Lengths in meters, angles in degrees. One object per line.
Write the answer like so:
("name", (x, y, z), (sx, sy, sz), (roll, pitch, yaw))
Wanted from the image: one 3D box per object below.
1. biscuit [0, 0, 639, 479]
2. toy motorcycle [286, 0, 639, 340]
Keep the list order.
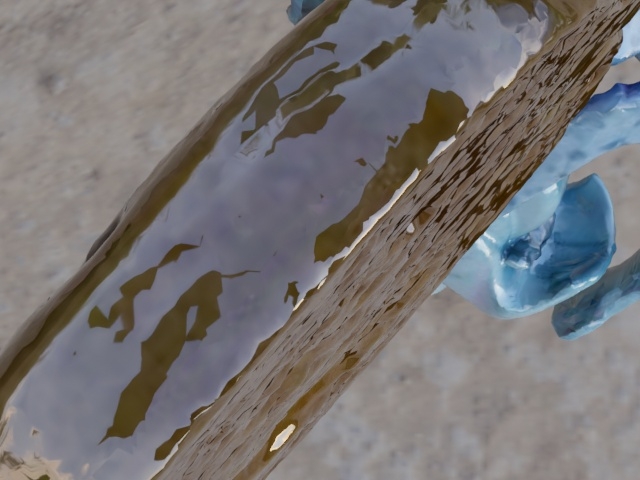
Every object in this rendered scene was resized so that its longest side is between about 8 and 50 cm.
("biscuit", (-0.001, -0.001, 0.599), (0.063, 0.367, 0.314), (40, 95, 7))
("toy motorcycle", (0.083, -0.045, 0.899), (0.206, 0.260, 0.154), (12, 54, 6))
